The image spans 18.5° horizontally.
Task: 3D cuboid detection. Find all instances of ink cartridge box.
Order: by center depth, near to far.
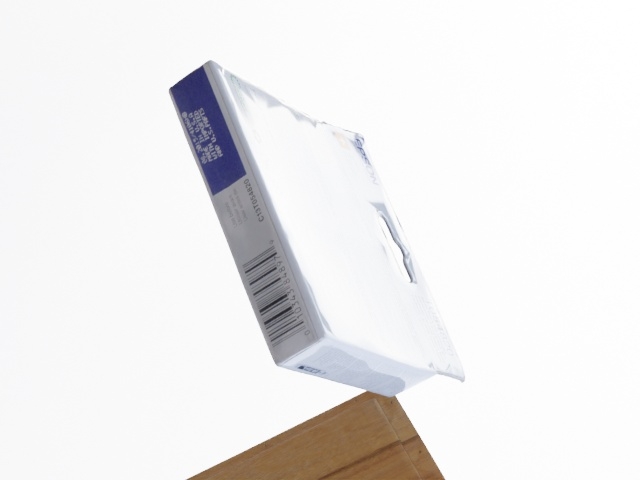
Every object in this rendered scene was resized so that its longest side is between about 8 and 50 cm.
[{"bbox_3d":[0.000,0.000,1.374,0.045,0.224,0.223,-32,-115,20],"label":"ink cartridge box"}]

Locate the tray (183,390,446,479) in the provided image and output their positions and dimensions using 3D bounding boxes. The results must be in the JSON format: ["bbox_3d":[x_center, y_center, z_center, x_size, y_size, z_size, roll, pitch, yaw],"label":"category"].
[{"bbox_3d":[-0.091,0.273,1.465,0.411,0.076,0.203,-26,-142,-4],"label":"tray"}]
